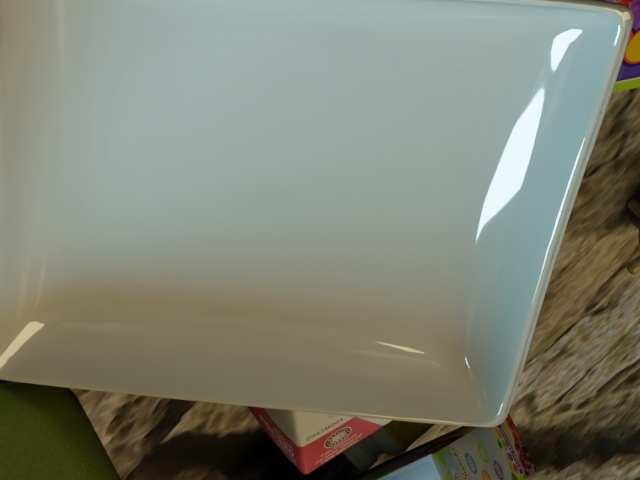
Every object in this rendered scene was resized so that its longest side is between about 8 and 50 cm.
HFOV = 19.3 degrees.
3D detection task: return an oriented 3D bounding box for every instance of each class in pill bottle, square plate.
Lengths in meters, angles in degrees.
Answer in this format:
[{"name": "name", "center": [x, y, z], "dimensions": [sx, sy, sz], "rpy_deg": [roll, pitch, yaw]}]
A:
[{"name": "pill bottle", "center": [0.065, 0.141, 1.587], "dimensions": [0.116, 0.065, 0.065], "rpy_deg": [-42, 150, 1]}, {"name": "square plate", "center": [-0.023, -0.030, 1.128], "dimensions": [0.347, 0.049, 0.344], "rpy_deg": [6, 132, -6]}]

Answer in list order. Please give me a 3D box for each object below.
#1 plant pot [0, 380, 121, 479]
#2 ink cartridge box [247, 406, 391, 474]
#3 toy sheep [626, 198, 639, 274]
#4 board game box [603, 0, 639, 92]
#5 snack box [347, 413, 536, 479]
[{"name": "plant pot", "center": [-0.193, 0.292, 1.233], "dimensions": [0.275, 0.293, 0.275], "rpy_deg": [-34, 158, -15]}, {"name": "ink cartridge box", "center": [0.019, 0.056, 1.401], "dimensions": [0.158, 0.092, 0.218], "rpy_deg": [-31, 146, -16]}, {"name": "toy sheep", "center": [0.320, -0.014, 1.647], "dimensions": [0.132, 0.091, 0.091], "rpy_deg": [-40, 150, -1]}, {"name": "board game box", "center": [0.201, -0.206, 1.239], "dimensions": [0.347, 0.078, 0.233], "rpy_deg": [-14, 141, -28]}, {"name": "snack box", "center": [0.068, 0.220, 1.579], "dimensions": [0.174, 0.070, 0.207], "rpy_deg": [-28, 174, 23]}]
